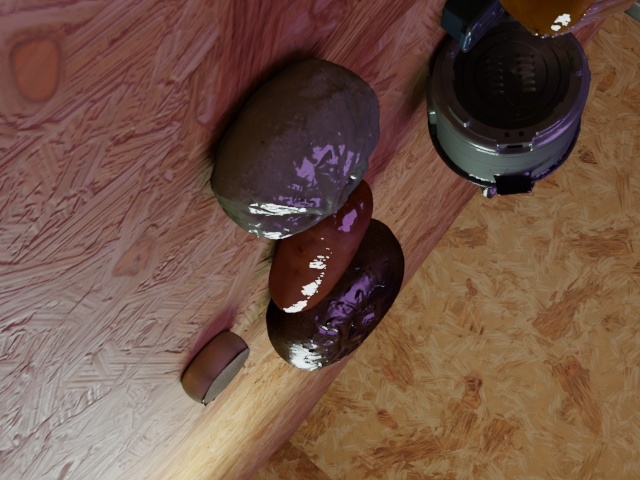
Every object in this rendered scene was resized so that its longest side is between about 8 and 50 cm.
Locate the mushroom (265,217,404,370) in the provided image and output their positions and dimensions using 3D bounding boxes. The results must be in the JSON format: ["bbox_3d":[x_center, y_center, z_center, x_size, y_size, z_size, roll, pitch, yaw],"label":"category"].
[{"bbox_3d":[0.031,0.096,1.422,0.297,0.163,0.278,-55,167,14],"label":"mushroom"}]

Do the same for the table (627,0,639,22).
[{"bbox_3d":[0.457,-0.435,1.251,0.126,0.220,0.126,-46,167,-14],"label":"table"}]

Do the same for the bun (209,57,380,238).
[{"bbox_3d":[-0.018,-0.080,0.813,0.195,0.118,0.195,-49,172,-9],"label":"bun"}]

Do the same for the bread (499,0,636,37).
[{"bbox_3d":[0.282,-0.371,0.908,0.156,0.204,0.288,-23,155,-20],"label":"bread"}]

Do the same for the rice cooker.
[{"bbox_3d":[0.283,-0.212,1.252,0.241,0.281,0.227,-7,167,8],"label":"rice cooker"}]

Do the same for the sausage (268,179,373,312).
[{"bbox_3d":[0.000,0.000,1.147,0.113,0.113,0.259,-42,167,-36],"label":"sausage"}]

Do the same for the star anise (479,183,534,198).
[{"bbox_3d":[0.340,-0.233,1.460,0.331,0.117,0.332,-171,-90,-67],"label":"star anise"}]

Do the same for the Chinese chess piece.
[{"bbox_3d":[-0.164,0.199,1.283,0.122,0.051,0.122,-50,168,-15],"label":"Chinese chess piece"}]

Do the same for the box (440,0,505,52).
[{"bbox_3d":[0.207,-0.312,1.094,0.099,0.054,0.074,-48,170,-11],"label":"box"}]
